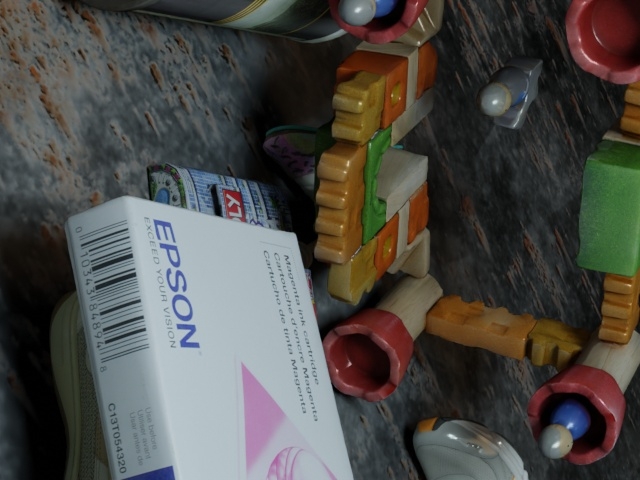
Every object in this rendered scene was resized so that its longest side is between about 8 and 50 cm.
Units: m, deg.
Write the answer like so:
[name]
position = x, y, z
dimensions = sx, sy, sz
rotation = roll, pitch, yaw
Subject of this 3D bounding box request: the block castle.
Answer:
[block castle]
position = 0.149, -0.042, 1.215
dimensions = 0.213, 0.303, 0.453
rotation = -43, 141, -52

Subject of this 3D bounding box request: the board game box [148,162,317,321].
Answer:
[board game box]
position = -0.089, 0.027, 1.200
dimensions = 0.194, 0.060, 0.194
rotation = 9, 69, -53

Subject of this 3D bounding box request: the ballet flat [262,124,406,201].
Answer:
[ballet flat]
position = 0.024, -0.067, 1.384
dimensions = 0.221, 0.077, 0.079
rotation = 5, 79, -56

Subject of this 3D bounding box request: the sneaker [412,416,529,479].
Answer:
[sneaker]
position = 0.169, 0.299, 1.413
dimensions = 0.262, 0.099, 0.121
rotation = 56, 43, -22

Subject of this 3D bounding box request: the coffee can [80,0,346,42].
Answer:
[coffee can]
position = -0.083, -0.289, 1.213
dimensions = 0.275, 0.201, 0.201
rotation = -2, 78, -54

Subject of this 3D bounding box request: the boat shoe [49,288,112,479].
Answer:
[boat shoe]
position = -0.131, 0.175, 1.049
dimensions = 0.109, 0.098, 0.302
rotation = 3, 74, -53

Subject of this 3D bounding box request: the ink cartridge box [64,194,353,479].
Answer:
[ink cartridge box]
position = -0.042, 0.144, 1.044
dimensions = 0.330, 0.071, 0.324
rotation = 10, 63, -59

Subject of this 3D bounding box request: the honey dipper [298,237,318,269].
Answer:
[honey dipper]
position = 0.000, 0.000, 1.359
dimensions = 0.160, 0.030, 0.030
rotation = -35, 105, -56
